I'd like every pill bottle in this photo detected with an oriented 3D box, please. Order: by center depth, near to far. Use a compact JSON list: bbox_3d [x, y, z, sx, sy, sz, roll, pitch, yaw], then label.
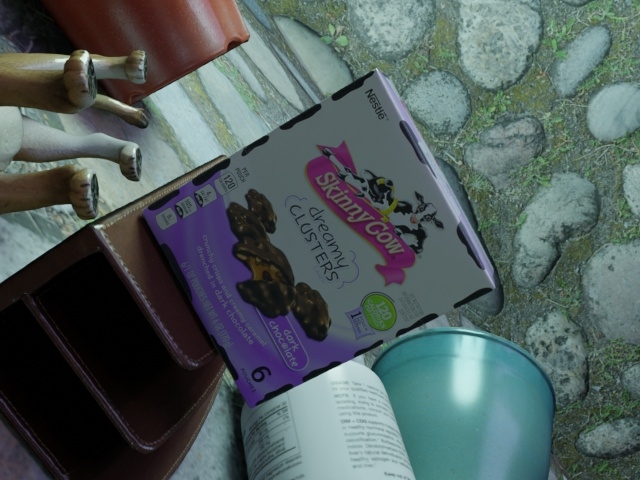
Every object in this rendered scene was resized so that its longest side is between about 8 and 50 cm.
[{"bbox_3d":[0.006,0.223,0.697,0.160,0.160,0.283,42,22,-43],"label":"pill bottle"}]

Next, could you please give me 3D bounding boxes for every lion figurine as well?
[{"bbox_3d":[-0.267,-0.087,0.504,0.392,0.240,0.142,-119,-152,-81],"label":"lion figurine"}]

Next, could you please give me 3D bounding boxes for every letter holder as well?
[{"bbox_3d":[-0.127,0.072,0.610,0.214,0.152,0.302,57,16,-8],"label":"letter holder"}]

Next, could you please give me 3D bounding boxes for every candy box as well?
[{"bbox_3d":[0.000,0.000,0.494,0.165,0.196,0.070,61,15,0],"label":"candy box"}]

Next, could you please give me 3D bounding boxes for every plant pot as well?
[{"bbox_3d":[-0.237,-0.330,0.875,0.265,0.272,0.272,61,14,-18],"label":"plant pot"},{"bbox_3d":[0.174,0.302,0.912,0.272,0.271,0.255,51,33,-21],"label":"plant pot"}]
